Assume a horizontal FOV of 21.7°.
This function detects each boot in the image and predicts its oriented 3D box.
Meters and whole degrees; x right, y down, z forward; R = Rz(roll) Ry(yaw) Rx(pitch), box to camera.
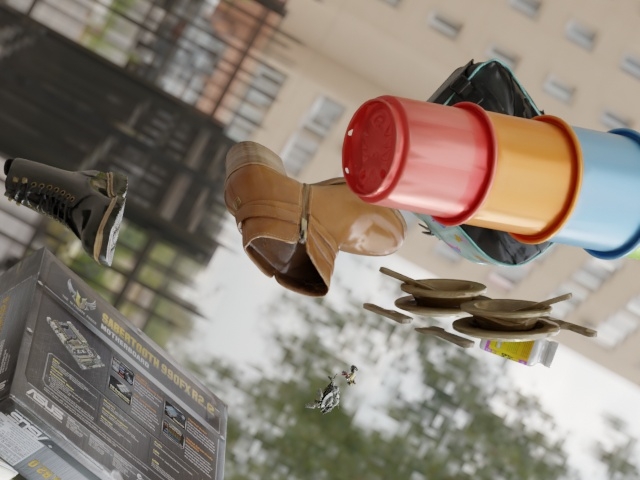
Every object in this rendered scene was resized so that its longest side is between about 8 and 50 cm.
[{"bbox_3d":[0.000,0.000,1.467,0.073,0.197,0.152,-57,-155,25],"label":"boot"},{"bbox_3d":[-0.282,-0.033,1.791,0.198,0.137,0.077,-113,-143,-74],"label":"boot"}]

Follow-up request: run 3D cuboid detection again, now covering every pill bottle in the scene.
[{"bbox_3d":[0.223,0.115,1.870,0.043,0.083,0.043,20,90,-82],"label":"pill bottle"}]

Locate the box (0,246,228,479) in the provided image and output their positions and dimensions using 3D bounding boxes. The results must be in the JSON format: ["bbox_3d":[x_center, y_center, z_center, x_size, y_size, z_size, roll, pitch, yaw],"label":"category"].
[{"bbox_3d":[-0.172,0.140,1.333,0.056,0.231,0.183,-33,-149,22],"label":"box"}]

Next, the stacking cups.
[{"bbox_3d":[0.160,-0.040,1.029,0.096,0.316,0.096,-26,-122,52],"label":"stacking cups"}]

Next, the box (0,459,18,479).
[{"bbox_3d":[-0.413,0.142,1.696,0.094,0.113,0.275,-38,-127,10],"label":"box"}]

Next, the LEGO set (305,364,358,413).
[{"bbox_3d":[0.019,0.174,1.902,0.083,0.023,0.054,-42,150,-25],"label":"LEGO set"}]

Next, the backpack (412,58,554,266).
[{"bbox_3d":[0.165,-0.066,1.684,0.166,0.188,0.144,-48,-173,-16],"label":"backpack"}]

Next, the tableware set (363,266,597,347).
[{"bbox_3d":[0.129,0.050,1.403,0.194,0.128,0.039,-162,-109,-64],"label":"tableware set"}]
